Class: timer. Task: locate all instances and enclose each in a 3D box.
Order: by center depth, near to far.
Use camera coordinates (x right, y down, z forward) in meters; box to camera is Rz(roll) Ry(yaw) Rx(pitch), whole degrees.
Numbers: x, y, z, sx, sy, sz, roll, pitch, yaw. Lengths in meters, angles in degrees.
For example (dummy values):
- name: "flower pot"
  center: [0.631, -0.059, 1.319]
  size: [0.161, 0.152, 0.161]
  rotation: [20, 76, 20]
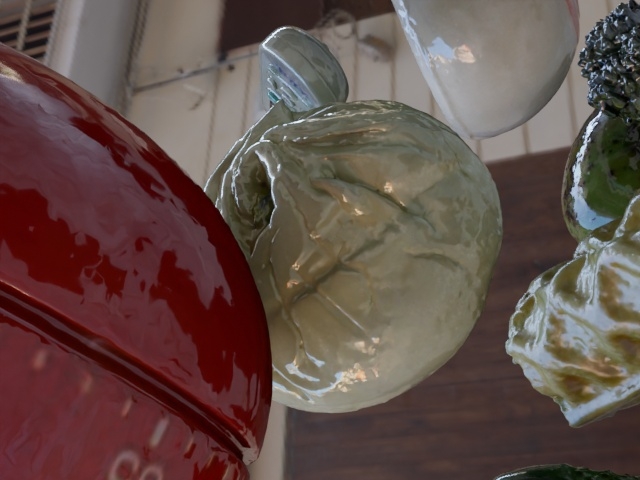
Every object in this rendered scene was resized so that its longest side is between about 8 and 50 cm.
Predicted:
- name: "timer"
  center: [-0.209, 0.050, 0.479]
  size: [0.279, 0.378, 0.378]
  rotation: [-65, -34, -20]

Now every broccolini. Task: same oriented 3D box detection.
- name: "broccolini"
  center: [0.221, -0.052, 0.480]
  size: [0.068, 0.202, 0.091]
  rotation: [-58, 7, 8]

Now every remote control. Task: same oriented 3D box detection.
- name: "remote control"
  center: [-0.014, -0.122, 0.795]
  size: [0.078, 0.042, 0.221]
  rotation: [44, 174, 2]

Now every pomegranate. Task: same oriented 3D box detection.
- name: "pomegranate"
  center: [0.486, -0.056, 1.285]
  size: [0.340, 0.285, 0.285]
  rotation: [35, -132, -50]

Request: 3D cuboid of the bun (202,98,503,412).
- name: "bun"
  center: [0.000, 0.000, 0.643]
  size: [0.145, 0.229, 0.229]
  rotation: [33, -131, -41]

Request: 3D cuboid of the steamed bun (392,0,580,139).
- name: "steamed bun"
  center: [0.171, -0.254, 0.981]
  size: [0.283, 0.177, 0.283]
  rotation: [59, -165, -26]

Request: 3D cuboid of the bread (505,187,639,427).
- name: "bread"
  center: [0.261, 0.038, 0.727]
  size: [0.268, 0.152, 0.130]
  rotation: [125, 137, -52]

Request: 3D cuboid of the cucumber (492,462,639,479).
- name: "cucumber"
  center: [0.246, 0.216, 0.754]
  size: [0.069, 0.227, 0.069]
  rotation: [4, -90, -79]
